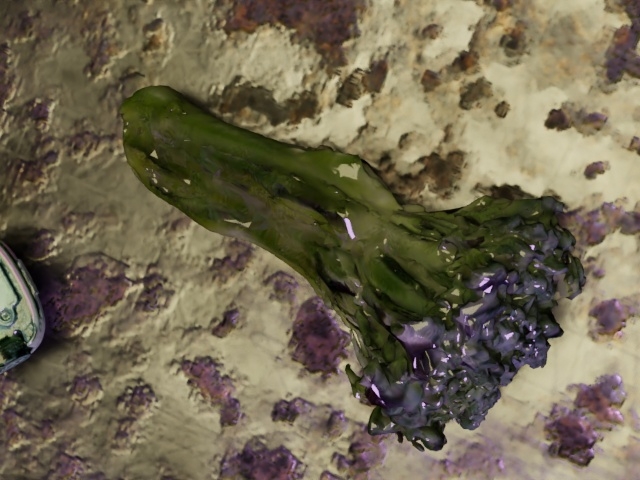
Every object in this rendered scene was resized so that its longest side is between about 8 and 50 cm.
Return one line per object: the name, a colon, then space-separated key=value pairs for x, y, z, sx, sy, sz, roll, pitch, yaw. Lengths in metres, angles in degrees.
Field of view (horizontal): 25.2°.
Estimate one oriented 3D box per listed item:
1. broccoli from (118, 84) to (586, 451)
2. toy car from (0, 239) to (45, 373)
broccoli: x=0.000 y=-0.005 z=0.843 sx=0.304 sy=0.145 sz=0.165 roll=31 pitch=95 yaw=24
toy car: x=-0.279 y=0.079 z=0.934 sx=0.224 sy=0.076 sz=0.090 roll=-30 pitch=83 yaw=5
